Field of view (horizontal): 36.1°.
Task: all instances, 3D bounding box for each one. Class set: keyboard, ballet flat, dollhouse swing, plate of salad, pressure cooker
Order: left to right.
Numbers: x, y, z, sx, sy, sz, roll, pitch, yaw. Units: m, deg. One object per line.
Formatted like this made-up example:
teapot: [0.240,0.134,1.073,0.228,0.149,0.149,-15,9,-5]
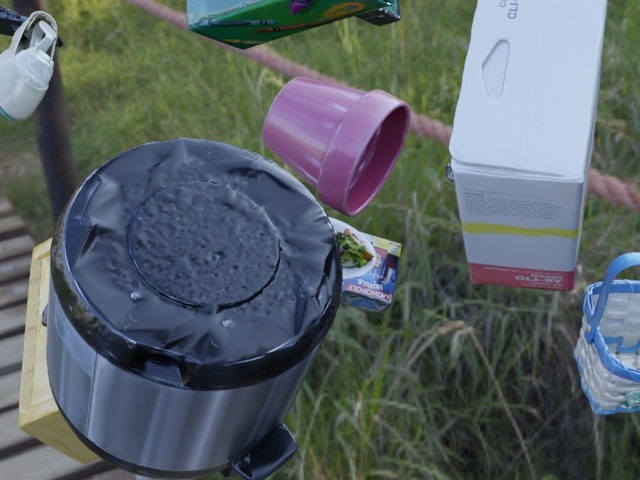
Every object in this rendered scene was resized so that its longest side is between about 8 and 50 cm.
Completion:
keyboard: [-0.637,-0.460,2.076,0.180,0.108,0.023,15,70,22]
ballet flat: [-0.445,-0.278,1.509,0.086,0.086,0.248,-6,40,-3]
dollhouse swing: [-0.349,0.169,1.749,0.305,0.315,0.346,-13,58,13]
pressure cooker: [-0.189,0.113,1.329,0.376,0.420,0.369,9,52,-11]
plate of salad: [0.000,0.000,1.653,0.200,0.048,0.200,11,32,-7]

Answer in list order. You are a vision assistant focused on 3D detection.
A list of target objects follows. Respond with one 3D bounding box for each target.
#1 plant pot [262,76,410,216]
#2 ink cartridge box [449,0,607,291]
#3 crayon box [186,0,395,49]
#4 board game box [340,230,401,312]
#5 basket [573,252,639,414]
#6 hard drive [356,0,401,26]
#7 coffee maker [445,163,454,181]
plant pot: [0.017,-0.165,1.557,0.180,0.201,0.201,29,41,18]
ink cartridge box: [0.285,-0.125,1.329,0.161,0.384,0.279,7,70,15]
crayon box: [-0.030,-0.320,0.839,0.165,0.278,0.081,-8,-11,36]
board game box: [0.040,0.070,1.840,0.194,0.060,0.194,17,54,-5]
basket: [0.517,0.129,1.454,0.255,0.289,0.201,1,39,-6]
hard drive: [0.044,-0.567,1.913,0.064,0.236,0.339,-10,-5,31]
coffee maker: [0.322,-0.176,1.774,0.171,0.178,0.120,-7,41,-4]
